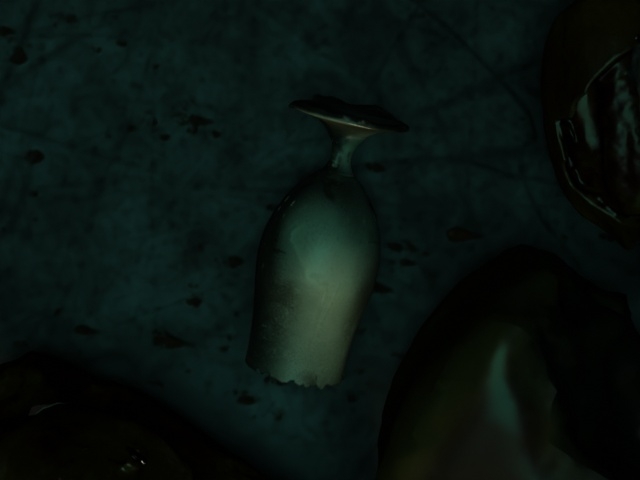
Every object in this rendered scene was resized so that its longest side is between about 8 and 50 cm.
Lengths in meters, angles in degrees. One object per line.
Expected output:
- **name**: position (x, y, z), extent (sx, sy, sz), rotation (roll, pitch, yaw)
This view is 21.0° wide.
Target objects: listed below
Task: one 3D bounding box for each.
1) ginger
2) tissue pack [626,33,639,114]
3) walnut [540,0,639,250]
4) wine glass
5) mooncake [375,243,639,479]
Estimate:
- **ginger**: position (-0.106, 0.255, 1.352), extent (0.418, 0.254, 0.176), rotation (40, 101, -10)
- **tissue pack**: position (0.390, -0.050, 1.287), extent (0.332, 0.123, 0.245), rotation (-4, 85, -21)
- **walnut**: position (0.228, -0.093, 1.344), extent (0.115, 0.116, 0.207), rotation (-6, 99, 3)
- **wine glass**: position (0.000, 0.000, 1.373), extent (0.103, 0.103, 0.222), rotation (13, 99, 0)
- **mooncake**: position (0.234, 0.197, 1.320), extent (0.393, 0.246, 0.394), rotation (-11, 98, 9)
